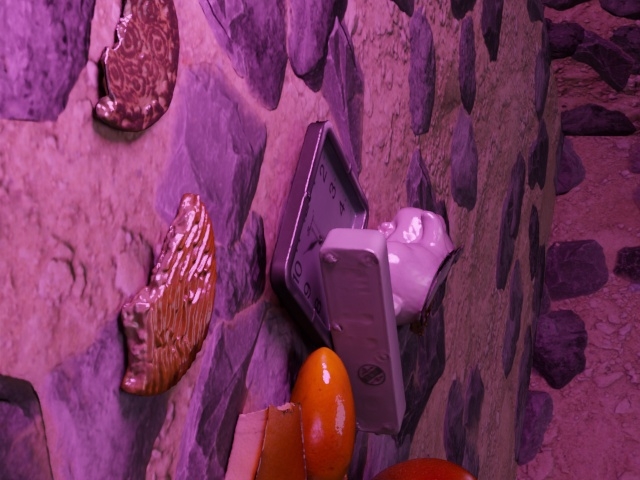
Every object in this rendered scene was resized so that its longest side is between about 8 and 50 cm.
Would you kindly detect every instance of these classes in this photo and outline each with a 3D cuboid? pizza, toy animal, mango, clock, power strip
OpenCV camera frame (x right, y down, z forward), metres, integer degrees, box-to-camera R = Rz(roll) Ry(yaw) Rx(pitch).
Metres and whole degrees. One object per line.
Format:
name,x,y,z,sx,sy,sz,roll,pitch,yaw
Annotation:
pizza,0.190,0.112,1.914,0.226,0.069,0.147,-53,158,-70
toy animal,0.150,0.044,1.698,0.208,0.154,0.325,-66,168,7
mango,0.005,0.262,1.441,0.141,0.102,0.217,-23,116,-73
clock,-0.001,0.000,1.461,0.279,0.049,0.273,60,39,-55
power strip,0.070,0.152,1.480,0.062,0.091,0.385,-64,151,-50

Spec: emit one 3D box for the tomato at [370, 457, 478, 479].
tomato,0.172,0.536,1.697,0.303,0.239,0.303,4,90,-75

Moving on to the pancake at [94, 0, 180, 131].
pancake,-0.193,-0.202,1.001,0.184,0.020,0.190,70,30,-46

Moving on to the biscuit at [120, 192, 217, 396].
biscuit,-0.162,0.057,1.093,0.176,0.031,0.228,15,79,-69

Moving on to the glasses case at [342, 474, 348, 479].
glasses case,0.028,0.446,1.604,0.064,0.041,0.170,-79,166,-74

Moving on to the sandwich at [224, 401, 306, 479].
sandwich,-0.059,0.300,1.344,0.193,0.058,0.162,51,46,-56
